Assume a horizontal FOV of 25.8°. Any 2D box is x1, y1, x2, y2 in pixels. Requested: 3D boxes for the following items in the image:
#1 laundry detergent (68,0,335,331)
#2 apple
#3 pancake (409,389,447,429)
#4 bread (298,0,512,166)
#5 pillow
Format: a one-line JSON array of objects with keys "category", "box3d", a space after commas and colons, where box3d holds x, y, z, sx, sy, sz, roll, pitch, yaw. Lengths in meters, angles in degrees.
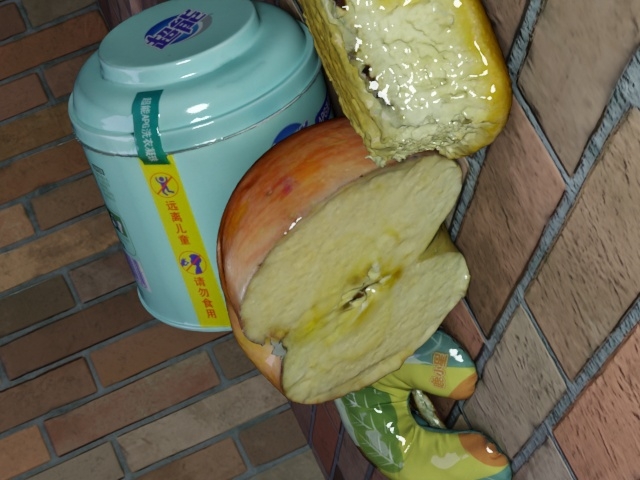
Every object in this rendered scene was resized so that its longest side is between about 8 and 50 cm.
[{"category": "laundry detergent", "box3d": [-0.117, -0.102, 1.567, 0.287, 0.287, 0.305, -129, 19, -56]}, {"category": "apple", "box3d": [0.000, 0.000, 1.301, 0.163, 0.251, 0.293, 47, 159, 37]}, {"category": "pancake", "box3d": [0.114, 0.169, 1.702, 0.244, 0.057, 0.266, 55, 171, 12]}, {"category": "bread", "box3d": [0.053, -0.171, 1.047, 0.174, 0.121, 0.245, 104, 141, -83]}, {"category": "pillow", "box3d": [0.103, 0.179, 1.540, 0.214, 0.086, 0.233, -2, 113, 42]}]
